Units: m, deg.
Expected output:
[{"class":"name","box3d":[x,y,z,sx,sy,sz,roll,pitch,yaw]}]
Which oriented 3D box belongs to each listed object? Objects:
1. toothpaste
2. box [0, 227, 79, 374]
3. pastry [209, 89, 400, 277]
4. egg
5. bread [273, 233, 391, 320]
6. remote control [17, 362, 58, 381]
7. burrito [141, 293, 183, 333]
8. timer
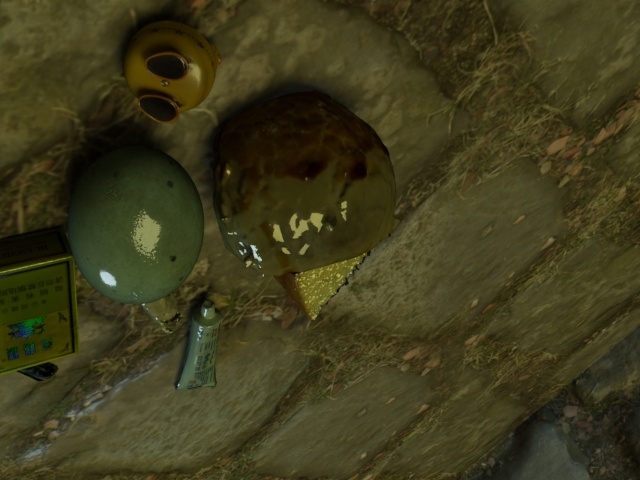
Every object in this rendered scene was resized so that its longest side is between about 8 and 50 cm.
[{"class":"toothpaste","box3d":[-0.206,0.189,1.420,0.069,0.047,0.268,-33,154,-35]},{"class":"box","box3d":[-0.409,0.090,1.115,0.141,0.064,0.220,-15,140,-25]},{"class":"pastry","box3d":[-0.017,-0.066,1.088,0.256,0.170,0.237,-13,114,-5]},{"class":"egg","box3d":[-0.232,-0.018,1.031,0.169,0.169,0.236,-13,140,-27]},{"class":"bread","box3d":[-0.010,0.002,1.279,0.134,0.129,0.260,12,124,-38]},{"class":"remote control","box3d":[-0.446,0.196,1.260,0.039,0.014,0.096,-35,147,2]},{"class":"burrito","box3d":[-0.254,0.093,1.266,0.055,0.041,0.149,-38,145,-17]},{"class":"timer","box3d":[-0.171,-0.204,0.942,0.107,0.109,0.107,1,132,1]}]
